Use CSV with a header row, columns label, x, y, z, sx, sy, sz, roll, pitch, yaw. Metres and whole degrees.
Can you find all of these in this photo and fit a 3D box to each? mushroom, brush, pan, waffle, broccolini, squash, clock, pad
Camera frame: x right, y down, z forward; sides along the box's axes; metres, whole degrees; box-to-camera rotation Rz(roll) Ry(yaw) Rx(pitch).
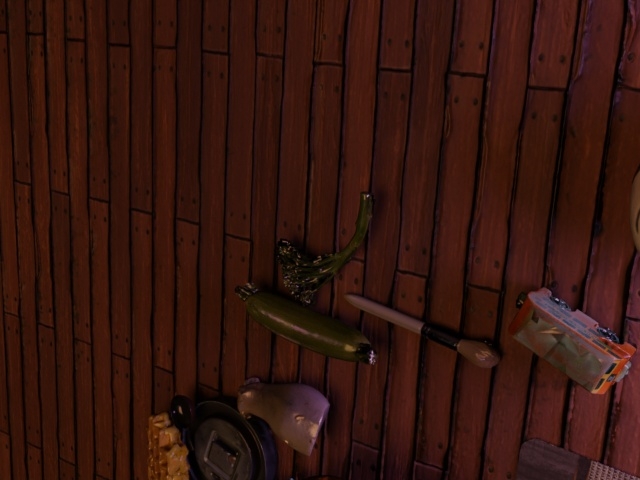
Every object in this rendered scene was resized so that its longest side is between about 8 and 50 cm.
label,x,y,z,sx,sy,sz,roll,pitch,yaw
mushroom,-0.071,0.306,1.560,0.225,0.093,0.116,22,88,36
brush,0.161,0.139,1.403,0.299,0.039,0.042,23,152,30
pan,-0.265,0.363,1.694,0.068,0.023,0.115,-30,74,41
waffle,-0.315,0.453,1.748,0.160,0.055,0.211,23,117,60
broccolini,0.005,-0.005,1.456,0.123,0.062,0.271,39,127,3
squash,-0.023,0.156,1.501,0.318,0.080,0.071,22,96,31
clock,-0.184,0.422,1.697,0.226,0.049,0.226,10,107,34
pad,0.396,0.494,1.312,0.250,0.055,0.323,16,92,30

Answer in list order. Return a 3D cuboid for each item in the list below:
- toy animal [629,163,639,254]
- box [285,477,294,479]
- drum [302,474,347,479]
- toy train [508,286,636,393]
label,x,y,z,sx,sy,sz,roll,pitch,yaw
toy animal,0.509,-0.031,1.016,0.267,0.212,0.212,-19,90,32
box,-0.088,0.551,1.632,0.229,0.041,0.162,-32,106,35
drum,0.030,0.608,1.372,0.431,0.214,0.431,29,135,33
toy train,0.357,0.143,1.228,0.188,0.099,0.072,36,119,22
